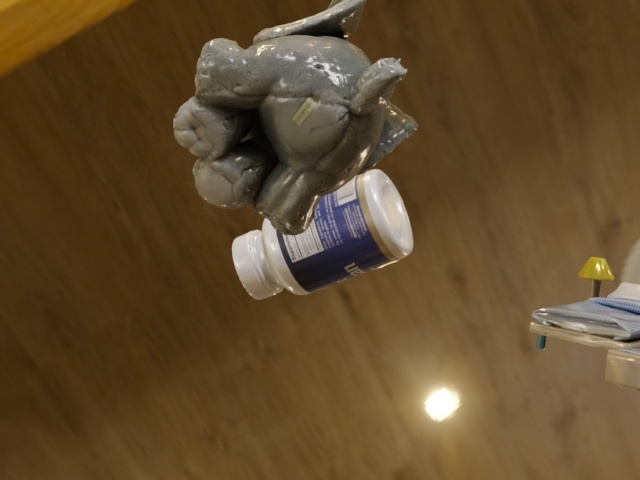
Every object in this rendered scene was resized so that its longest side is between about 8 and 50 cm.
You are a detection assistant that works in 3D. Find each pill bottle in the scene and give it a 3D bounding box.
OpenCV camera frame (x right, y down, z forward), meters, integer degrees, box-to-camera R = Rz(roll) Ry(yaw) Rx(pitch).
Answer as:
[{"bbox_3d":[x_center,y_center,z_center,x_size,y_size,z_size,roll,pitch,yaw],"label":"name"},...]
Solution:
[{"bbox_3d":[0.000,0.000,1.380,0.169,0.094,0.094,-22,-43,19],"label":"pill bottle"}]

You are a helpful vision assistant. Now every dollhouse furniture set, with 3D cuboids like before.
[{"bbox_3d":[0.355,0.040,1.473,0.286,0.303,0.198,-1,-81,-48],"label":"dollhouse furniture set"}]

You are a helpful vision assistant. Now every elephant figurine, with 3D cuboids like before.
[{"bbox_3d":[-0.006,-0.124,1.098,0.239,0.186,0.169,-49,-23,-59],"label":"elephant figurine"}]
